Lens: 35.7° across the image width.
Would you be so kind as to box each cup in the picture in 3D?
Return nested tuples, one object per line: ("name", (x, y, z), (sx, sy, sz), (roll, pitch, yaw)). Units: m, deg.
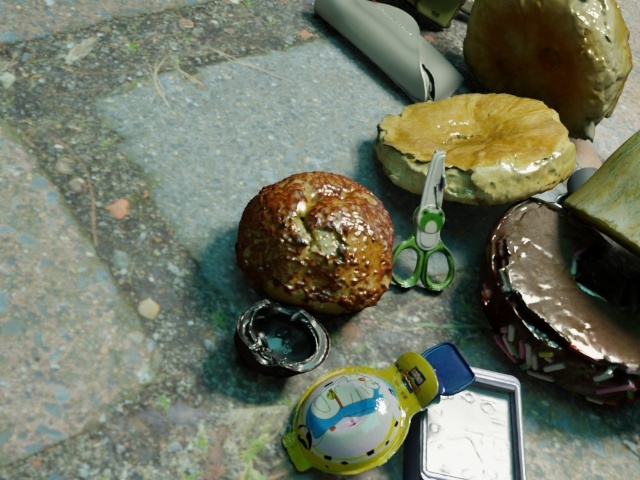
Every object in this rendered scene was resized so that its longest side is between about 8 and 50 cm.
("cup", (0.437, -0.070, 1.653), (0.100, 0.078, 0.077), (-10, 41, 12))

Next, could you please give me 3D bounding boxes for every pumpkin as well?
("pumpkin", (0.541, -0.038, 1.445), (0.332, 0.199, 0.332), (32, 5, -3))

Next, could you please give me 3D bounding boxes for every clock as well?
("clock", (0.184, 0.256, 1.263), (0.144, 0.073, 0.193), (13, 46, -8))

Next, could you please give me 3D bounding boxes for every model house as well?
("model house", (0.254, -0.479, 1.854), (0.278, 0.205, 0.218), (31, 15, -14))

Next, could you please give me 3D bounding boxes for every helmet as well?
("helmet", (-0.056, 0.136, 1.285), (0.123, 0.070, 0.098), (23, 52, -8))

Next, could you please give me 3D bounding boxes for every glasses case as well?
("glasses case", (0.129, -0.363, 1.788), (0.128, 0.083, 0.308), (-29, 64, -36))

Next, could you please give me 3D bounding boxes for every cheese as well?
("cheese", (0.069, 0.202, 1.231), (0.250, 0.064, 0.156), (-28, 48, -8))

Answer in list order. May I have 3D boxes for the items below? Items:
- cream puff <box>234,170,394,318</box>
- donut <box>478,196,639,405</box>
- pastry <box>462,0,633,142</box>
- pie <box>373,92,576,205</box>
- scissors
("cream puff", (-0.001, 0.000, 1.364), (0.240, 0.164, 0.240), (18, 43, -17))
("donut", (0.372, 0.107, 1.424), (0.345, 0.136, 0.259), (31, 49, 10))
("pastry", (0.395, -0.331, 1.705), (0.329, 0.330, 0.136), (42, 57, 18))
("pie", (0.248, -0.153, 1.585), (0.339, 0.083, 0.339), (0, 29, 0))
("scissors", (0.156, -0.029, 1.445), (0.101, 0.205, 0.027), (5, 7, -16))
